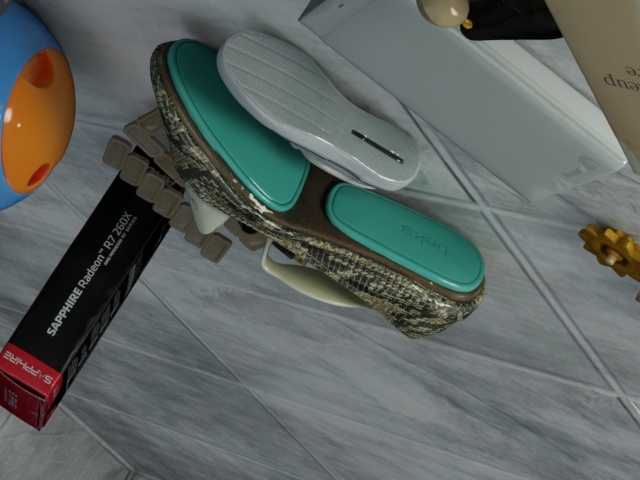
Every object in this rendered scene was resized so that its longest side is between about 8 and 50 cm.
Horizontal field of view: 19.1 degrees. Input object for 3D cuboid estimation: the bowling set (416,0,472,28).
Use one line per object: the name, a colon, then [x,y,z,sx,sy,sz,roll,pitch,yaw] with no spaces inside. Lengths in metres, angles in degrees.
bowling set: [0.007,-0.285,1.571,0.287,0.154,0.200,43,158,-26]

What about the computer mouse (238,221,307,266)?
computer mouse: [0.000,0.000,2.370,0.262,0.060,0.184,30,148,8]

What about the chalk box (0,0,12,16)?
chalk box: [-0.372,-0.361,1.950,0.289,0.179,0.180,23,158,22]

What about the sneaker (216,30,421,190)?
sneaker: [-0.014,-0.129,2.076,0.258,0.094,0.091,37,156,-14]

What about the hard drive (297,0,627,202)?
hard drive: [0.139,-0.157,1.854,0.307,0.040,0.203,37,160,-12]

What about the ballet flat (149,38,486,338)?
ballet flat: [-0.034,-0.032,2.205,0.483,0.164,0.182,35,132,-13]

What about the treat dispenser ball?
treat dispenser ball: [-0.447,-0.171,2.353,0.288,0.288,0.288,29,161,11]

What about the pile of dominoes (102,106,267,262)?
pile of dominoes: [-0.154,-0.082,2.474,0.196,0.040,0.251,-21,123,44]

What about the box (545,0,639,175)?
box: [0.280,-0.173,1.468,0.148,0.121,0.311,15,154,39]

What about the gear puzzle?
gear puzzle: [0.419,0.076,1.994,0.339,0.044,0.175,32,163,10]

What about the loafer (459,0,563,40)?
loafer: [0.185,-0.212,1.619,0.080,0.078,0.220,-3,-176,-22]

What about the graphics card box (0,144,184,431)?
graphics card box: [-0.318,0.068,2.613,0.094,0.371,0.233,32,162,1]
